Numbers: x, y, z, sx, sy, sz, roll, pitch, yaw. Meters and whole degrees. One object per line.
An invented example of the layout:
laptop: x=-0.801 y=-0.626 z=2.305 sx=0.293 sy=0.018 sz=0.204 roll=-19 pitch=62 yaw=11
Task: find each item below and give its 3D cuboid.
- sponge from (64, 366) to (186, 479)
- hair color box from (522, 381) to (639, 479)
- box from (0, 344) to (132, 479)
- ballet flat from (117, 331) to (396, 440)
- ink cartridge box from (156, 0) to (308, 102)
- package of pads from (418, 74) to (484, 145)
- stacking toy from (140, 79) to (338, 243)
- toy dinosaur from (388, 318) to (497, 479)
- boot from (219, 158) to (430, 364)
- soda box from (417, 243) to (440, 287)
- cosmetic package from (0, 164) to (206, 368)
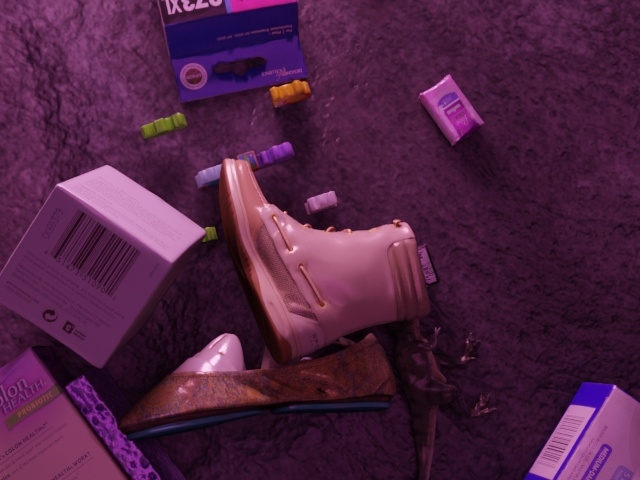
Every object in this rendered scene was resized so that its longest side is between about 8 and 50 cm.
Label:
sponge: x=-0.219 y=0.241 z=1.104 sx=0.031 sy=0.117 sz=0.210 roll=-36 pitch=90 yaw=-4
hair color box: x=0.438 y=0.349 z=1.176 sx=0.339 sy=0.110 sz=0.185 roll=35 pitch=80 yaw=-4
box: x=-0.345 y=0.281 z=1.087 sx=0.214 sy=0.117 sz=0.243 roll=-37 pitch=90 yaw=-9
ballet flat: x=-0.072 y=0.161 z=1.105 sx=0.349 sy=0.123 sz=0.123 roll=-2 pitch=84 yaw=-26
ink cartridge box: x=-0.137 y=-0.377 z=1.210 sx=0.176 sy=0.069 sz=0.370 roll=-13 pitch=88 yaw=-8
package of pads: x=0.172 y=-0.171 z=1.236 sx=0.050 sy=0.032 sz=0.083 roll=-35 pitch=89 yaw=-6
stacking toy: x=-0.098 y=-0.095 z=1.191 sx=0.221 sy=0.052 sz=0.166 roll=-17 pitch=86 yaw=-5
toy dinosaur: x=0.152 y=0.182 z=1.183 sx=0.118 sy=0.064 sz=0.268 roll=-10 pitch=97 yaw=-14
boot: x=0.000 y=0.000 z=1.109 sx=0.204 sy=0.095 sz=0.261 roll=-16 pitch=63 yaw=-15
soda box: x=0.061 y=0.058 z=1.185 sx=0.169 sy=0.060 sz=0.053 roll=-19 pitch=85 yaw=-7
cosmetic package: x=-0.248 y=0.023 z=1.074 sx=0.151 sy=0.183 sz=0.151 roll=35 pitch=102 yaw=-2
